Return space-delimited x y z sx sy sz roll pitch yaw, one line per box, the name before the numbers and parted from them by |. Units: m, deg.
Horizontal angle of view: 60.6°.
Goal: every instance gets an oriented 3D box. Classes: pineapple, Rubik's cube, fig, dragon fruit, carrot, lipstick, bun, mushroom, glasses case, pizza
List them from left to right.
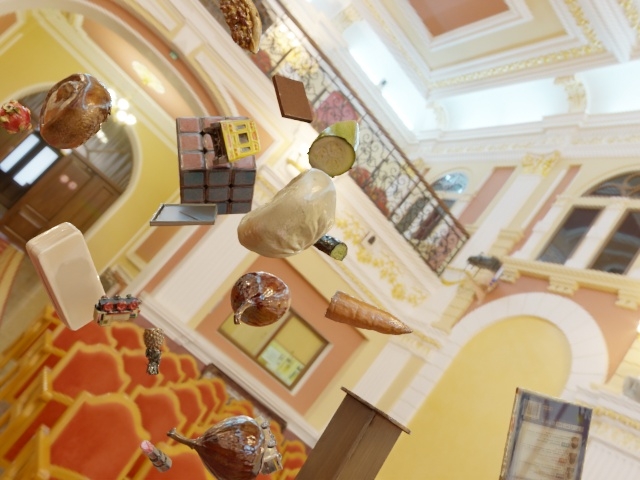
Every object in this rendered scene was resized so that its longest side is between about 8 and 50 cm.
dragon fruit | -0.852 -0.346 1.522 0.081 0.086 0.116 32 -34 -5
glasses case | -0.749 0.113 1.640 0.076 0.144 0.336 29 -42 29
mushroom | -0.734 -0.384 1.636 0.253 0.253 0.153 26 -9 45
pineapple | -0.572 0.380 1.873 0.074 0.159 0.074 -2 -8 0
lipstick | -0.542 0.698 1.787 0.053 0.053 0.234 33 -28 25
fig | -0.337 0.657 1.745 0.321 0.216 0.217 18 -5 -21
Rubik's cube | -0.433 -0.304 2.261 0.301 0.305 0.303 105 -21 -54
pizza | -0.256 -0.708 1.743 0.058 0.127 0.246 -10 85 -66
fig | -0.175 0.151 1.447 0.149 0.148 0.202 17 -8 38
bun | -0.053 -0.046 1.116 0.133 0.231 0.231 50 -15 -11
carrot | 0.114 0.176 1.254 0.205 0.072 0.072 19 -15 2

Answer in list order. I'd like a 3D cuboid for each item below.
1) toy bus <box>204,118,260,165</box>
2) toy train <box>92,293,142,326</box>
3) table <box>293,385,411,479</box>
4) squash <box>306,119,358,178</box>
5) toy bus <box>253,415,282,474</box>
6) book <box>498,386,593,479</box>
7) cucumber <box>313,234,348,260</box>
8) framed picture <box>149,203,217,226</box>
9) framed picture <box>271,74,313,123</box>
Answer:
toy bus | -0.307 -0.345 1.907 0.330 0.152 0.144 -157 -126 -72
toy train | -0.602 0.207 1.630 0.138 0.087 0.050 0 26 -40
table | 0.053 0.433 1.094 0.167 0.226 0.167 32 -13 8
squash | 0.048 -0.365 2.026 0.189 0.189 0.260 46 27 -28
toy bus | -0.225 0.804 2.160 0.268 0.106 0.092 -136 -153 -64
book | 0.556 0.549 1.365 0.228 0.322 0.018 18 -11 -10
cucumber | 0.000 -0.003 1.778 0.078 0.062 0.211 28 3 -43
framed picture | -0.425 -0.085 1.736 0.192 0.018 0.265 -1 15 -8
framed picture | -0.099 -0.499 1.938 0.128 0.168 0.023 2 -25 -39
